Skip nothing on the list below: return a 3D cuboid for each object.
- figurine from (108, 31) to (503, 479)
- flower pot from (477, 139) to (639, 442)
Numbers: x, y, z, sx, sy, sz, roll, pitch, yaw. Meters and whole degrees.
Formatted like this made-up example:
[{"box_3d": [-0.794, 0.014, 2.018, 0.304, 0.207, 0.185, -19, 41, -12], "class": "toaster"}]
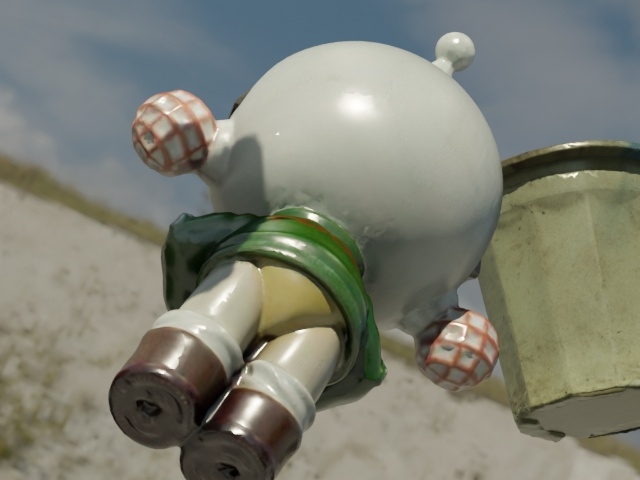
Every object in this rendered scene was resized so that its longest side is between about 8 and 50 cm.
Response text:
[{"box_3d": [0.000, 0.000, 0.994, 0.281, 0.370, 0.167, 38, -46, -3], "class": "figurine"}, {"box_3d": [0.216, 0.053, 1.324, 0.212, 0.203, 0.212, -5, -21, -2], "class": "flower pot"}]
